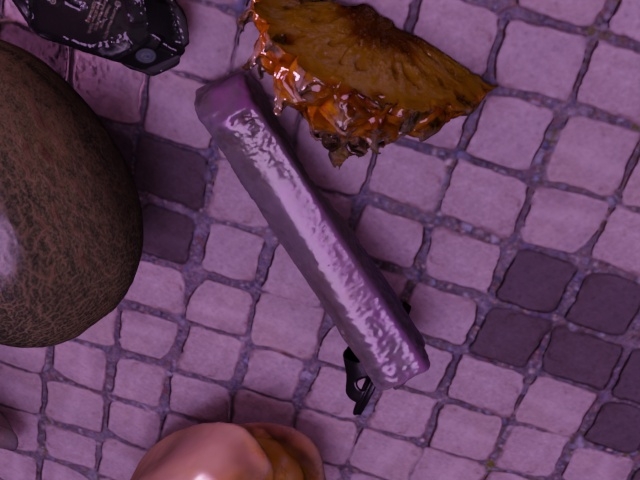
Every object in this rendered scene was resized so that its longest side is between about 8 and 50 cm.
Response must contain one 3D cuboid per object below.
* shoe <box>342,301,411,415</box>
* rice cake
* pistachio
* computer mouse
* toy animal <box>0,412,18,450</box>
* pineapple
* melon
[{"bbox_3d":[0.056,0.130,1.165,0.053,0.062,0.159,25,120,-1],"label":"shoe"},{"bbox_3d":[-0.001,0.000,1.053,0.070,0.064,0.399,-29,104,18],"label":"rice cake"},{"bbox_3d":[-0.142,0.344,1.275,0.230,0.230,0.309,43,119,-17],"label":"pistachio"},{"bbox_3d":[-0.216,-0.233,0.975,0.192,0.062,0.105,27,125,-13],"label":"computer mouse"},{"bbox_3d":[-0.575,0.210,1.295,0.368,0.196,0.241,31,133,-7],"label":"toy animal"},{"bbox_3d":[0.017,-0.121,0.954,0.250,0.139,0.164,28,127,-11],"label":"pineapple"},{"bbox_3d":[-0.316,-0.047,1.016,0.249,0.248,0.329,-12,112,21],"label":"melon"}]
